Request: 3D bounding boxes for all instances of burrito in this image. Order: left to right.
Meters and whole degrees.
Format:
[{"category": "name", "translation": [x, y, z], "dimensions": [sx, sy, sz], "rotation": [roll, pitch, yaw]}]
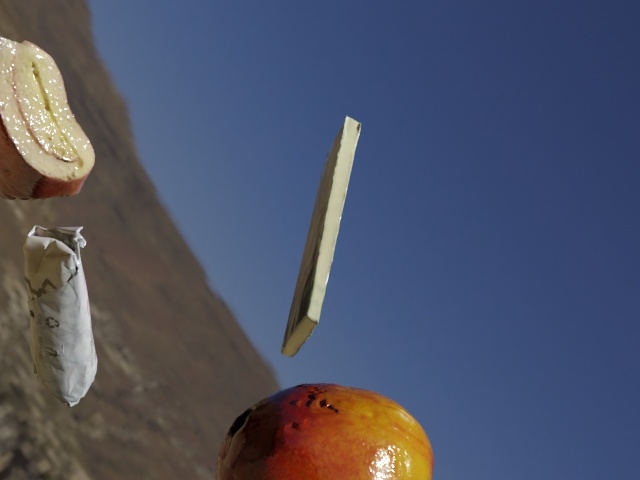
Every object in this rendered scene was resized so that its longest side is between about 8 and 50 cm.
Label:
[{"category": "burrito", "translation": [-0.233, 0.070, 1.405], "dimensions": [0.064, 0.064, 0.203], "rotation": [49, -31, 40]}]

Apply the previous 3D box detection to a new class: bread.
[{"category": "bread", "translation": [-0.252, -0.084, 1.325], "dimensions": [0.119, 0.067, 0.192], "rotation": [48, -31, 6]}]

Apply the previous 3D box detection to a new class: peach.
[{"category": "peach", "translation": [0.006, 0.293, 1.972], "dimensions": [0.238, 0.281, 0.281], "rotation": [-99, 164, -56]}]

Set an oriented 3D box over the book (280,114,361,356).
[{"category": "book", "translation": [0.000, 0.000, 2.106], "dimensions": [0.026, 0.289, 0.201], "rotation": [14, -20, -6]}]
